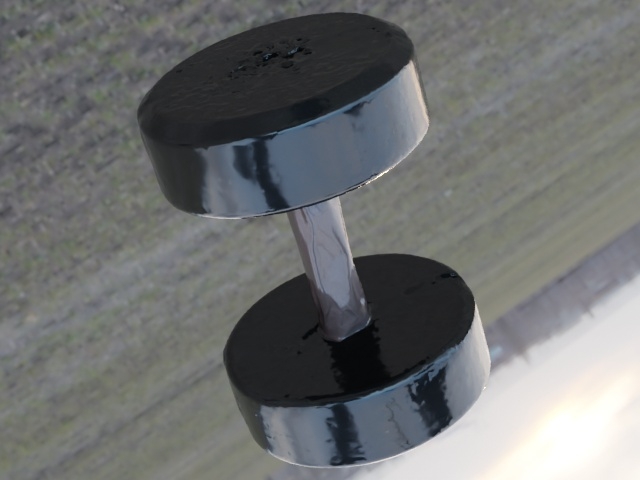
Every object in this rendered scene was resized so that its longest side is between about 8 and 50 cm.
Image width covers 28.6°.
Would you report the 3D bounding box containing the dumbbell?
[{"bbox_3d":[0.000,0.000,0.700,0.153,0.218,0.152,-14,-153,7],"label":"dumbbell"}]
